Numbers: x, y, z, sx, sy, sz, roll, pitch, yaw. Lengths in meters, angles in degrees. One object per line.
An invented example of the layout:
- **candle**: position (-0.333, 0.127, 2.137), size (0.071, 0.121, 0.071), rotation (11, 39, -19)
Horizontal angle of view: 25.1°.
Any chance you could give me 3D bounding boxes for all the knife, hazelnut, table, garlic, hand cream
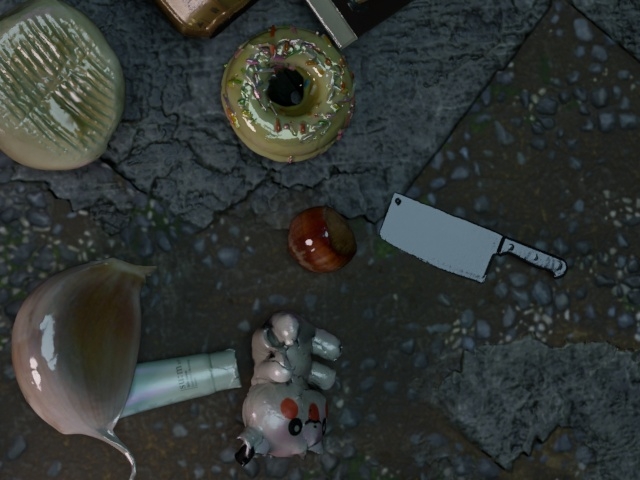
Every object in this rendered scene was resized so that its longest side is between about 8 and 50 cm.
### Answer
- **knife**: position (0.194, 0.014, 1.813), size (0.245, 0.019, 0.072), rotation (20, 89, -6)
- **hazelnut**: position (0.000, 0.000, 1.749), size (0.086, 0.086, 0.086), rotation (0, 88, -10)
- **table**: position (0.021, -0.371, 1.722), size (0.121, 0.111, 0.240), rotation (-40, 96, -36)
- **garlic**: position (-0.287, 0.152, 1.671), size (0.148, 0.128, 0.267), rotation (1, 87, 18)
- **hand cream**: position (-0.198, 0.172, 1.721), size (0.204, 0.050, 0.078), rotation (-12, 84, -6)

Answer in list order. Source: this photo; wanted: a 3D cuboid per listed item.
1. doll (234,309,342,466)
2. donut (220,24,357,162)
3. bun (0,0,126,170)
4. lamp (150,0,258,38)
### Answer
- **doll**: position (-0.043, 0.179, 1.718), size (0.095, 0.149, 0.192), rotation (-2, 78, 31)
- **donut**: position (-0.036, -0.181, 1.749), size (0.174, 0.068, 0.175), rotation (0, 89, -10)
- **bun**: position (-0.318, -0.178, 1.671), size (0.178, 0.128, 0.193), rotation (-45, 108, -8)
- **lamp**: position (-0.148, -0.341, 1.691), size (0.161, 0.161, 0.185), rotation (-40, 97, -9)
